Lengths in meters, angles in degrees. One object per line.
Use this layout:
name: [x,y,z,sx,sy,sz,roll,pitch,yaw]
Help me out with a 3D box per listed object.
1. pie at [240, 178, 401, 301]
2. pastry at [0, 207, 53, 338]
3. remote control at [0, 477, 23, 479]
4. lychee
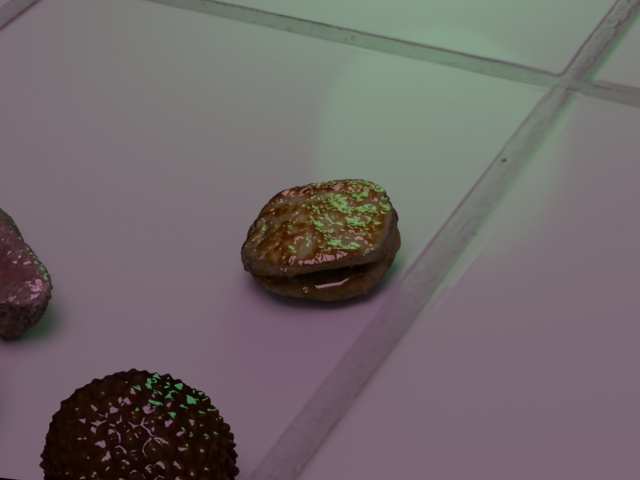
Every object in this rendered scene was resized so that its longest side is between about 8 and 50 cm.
pie: [0.000,0.000,1.697,0.205,0.084,0.179,-8,39,4]
pastry: [-0.427,0.026,1.735,0.103,0.112,0.265,-25,53,-16]
remote control: [-0.453,0.288,1.404,0.399,0.144,0.062,1,40,17]
lychee: [-0.191,0.223,1.394,0.200,0.200,0.238,-20,41,-13]
